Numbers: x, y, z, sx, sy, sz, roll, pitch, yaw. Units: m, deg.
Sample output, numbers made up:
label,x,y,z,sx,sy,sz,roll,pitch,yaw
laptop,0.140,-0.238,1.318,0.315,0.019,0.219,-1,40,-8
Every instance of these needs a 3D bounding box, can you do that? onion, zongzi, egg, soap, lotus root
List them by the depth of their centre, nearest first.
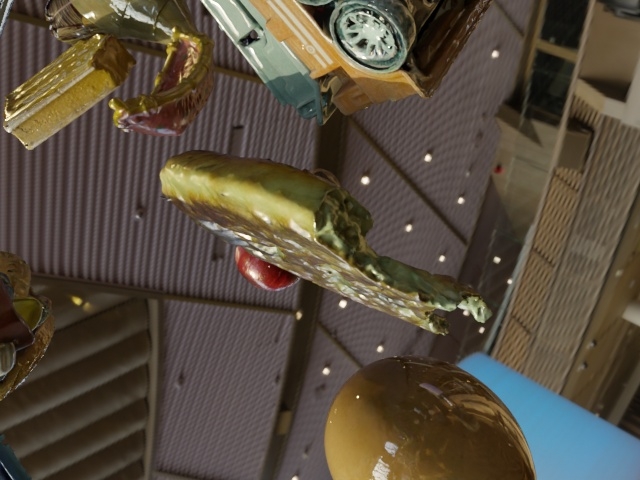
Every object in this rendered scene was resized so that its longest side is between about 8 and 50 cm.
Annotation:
label,x,y,z,sx,sy,sz,roll,pitch,yaw
lotus root,0.008,-0.053,0.779,0.030,0.037,0.083,-58,-18,-23
egg,0.186,0.358,1.154,0.301,0.374,0.301,-61,4,7
onion,-0.090,0.034,1.237,0.131,0.131,0.131,-36,-39,-36
soap,-0.478,-0.298,1.313,0.257,0.160,0.080,-34,-49,4
zongzi,-0.390,-0.423,1.383,0.289,0.317,0.154,-34,-11,30

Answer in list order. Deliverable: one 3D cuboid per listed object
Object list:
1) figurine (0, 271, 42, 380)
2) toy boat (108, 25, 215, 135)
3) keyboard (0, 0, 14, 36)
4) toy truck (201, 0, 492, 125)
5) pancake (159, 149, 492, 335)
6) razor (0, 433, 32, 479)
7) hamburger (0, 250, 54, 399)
label,x,y,z,sx,sy,sz,roll,pitch,yaw
figurine,-0.493,0.116,0.899,0.283,0.204,0.338,-34,19,18
toy boat,-0.212,-0.227,0.990,0.099,0.141,0.318,50,-155,-25
keyboard,-0.279,-0.198,0.551,0.067,0.202,0.011,33,-126,-21
toy truck,-0.056,-0.230,0.437,0.338,0.184,0.133,45,-120,-21
pancake,-0.005,-0.002,0.612,0.427,0.305,0.067,65,-130,-78
razor,-0.280,0.247,0.643,0.082,0.253,0.042,-50,-23,23
hamburger,-0.675,0.160,1.354,0.277,0.318,0.195,-47,-45,-29
